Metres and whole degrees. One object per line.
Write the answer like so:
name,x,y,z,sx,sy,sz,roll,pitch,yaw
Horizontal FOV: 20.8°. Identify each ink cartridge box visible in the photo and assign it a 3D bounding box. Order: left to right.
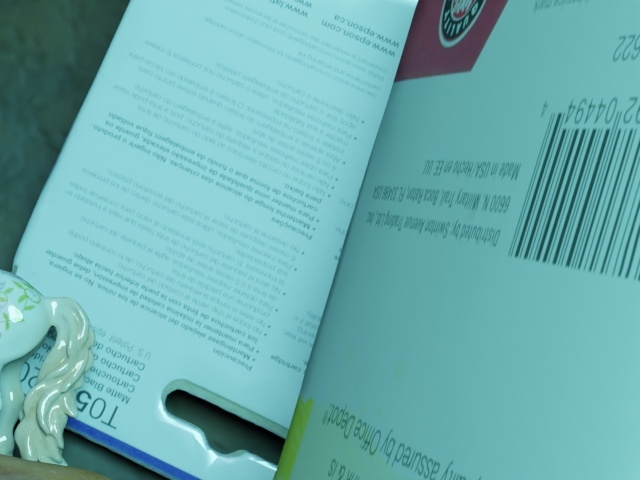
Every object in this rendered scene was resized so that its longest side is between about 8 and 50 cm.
ink cartridge box,0.000,0.000,0.708,0.223,0.045,0.224,26,92,6
ink cartridge box,0.096,0.079,0.501,0.160,0.279,0.385,18,89,-16

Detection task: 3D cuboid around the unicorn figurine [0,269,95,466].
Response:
unicorn figurine,-0.162,0.024,0.676,0.162,0.060,0.111,20,95,-15

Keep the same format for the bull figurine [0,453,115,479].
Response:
bull figurine,-0.201,0.124,0.580,0.310,0.101,0.188,2,44,13
